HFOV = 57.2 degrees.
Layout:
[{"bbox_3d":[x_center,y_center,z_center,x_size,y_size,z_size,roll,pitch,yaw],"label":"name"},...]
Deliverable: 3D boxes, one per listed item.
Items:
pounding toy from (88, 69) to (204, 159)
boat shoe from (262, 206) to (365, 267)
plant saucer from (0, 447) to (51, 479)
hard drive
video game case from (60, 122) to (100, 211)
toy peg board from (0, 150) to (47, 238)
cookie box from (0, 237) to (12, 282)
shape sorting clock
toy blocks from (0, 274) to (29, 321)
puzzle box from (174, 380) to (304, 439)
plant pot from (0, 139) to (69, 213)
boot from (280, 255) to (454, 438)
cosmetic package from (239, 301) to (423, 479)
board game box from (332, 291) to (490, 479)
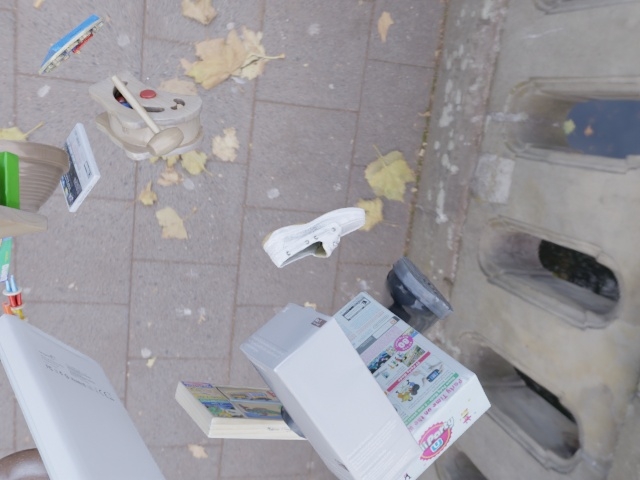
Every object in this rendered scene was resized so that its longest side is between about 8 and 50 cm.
[{"bbox_3d":[-0.298,-0.246,1.043,0.154,0.269,0.155,-29,142,-33],"label":"pounding toy"},{"bbox_3d":[0.000,0.000,1.416,0.277,0.098,0.096,-20,67,-22],"label":"boat shoe"},{"bbox_3d":[-0.426,0.411,0.873,0.198,0.036,0.199,-1,96,-15],"label":"plant saucer"},{"bbox_3d":[-0.300,0.238,0.756,0.040,0.307,0.203,-42,143,-7],"label":"hard drive"},{"bbox_3d":[-0.697,-0.207,1.674,0.022,0.190,0.173,0,147,-50],"label":"video game case"},{"bbox_3d":[-0.372,-0.045,0.536,0.161,0.160,0.079,-9,81,12],"label":"toy peg board"},{"bbox_3d":[-0.442,0.022,0.719,0.107,0.040,0.092,-24,145,-52],"label":"cookie box"},{"bbox_3d":[-0.593,-0.464,1.407,0.206,0.206,0.040,-43,110,-1],"label":"shape sorting clock"},{"bbox_3d":[-0.891,0.187,1.692,0.054,0.123,0.148,-4,113,-11],"label":"toy blocks"},{"bbox_3d":[-0.156,0.458,1.582,0.408,0.272,0.052,13,89,-32],"label":"puzzle box"},{"bbox_3d":[-0.581,-0.102,1.069,0.237,0.237,0.110,-7,86,-15],"label":"plant pot"},{"bbox_3d":[0.078,0.247,1.276,0.445,0.146,0.367,-41,157,6],"label":"boot"},{"bbox_3d":[0.014,0.203,0.751,0.107,0.127,0.238,-42,108,-19],"label":"cosmetic package"},{"bbox_3d":[0.093,0.244,0.995,0.224,0.303,0.098,-39,126,-11],"label":"board game box"}]
